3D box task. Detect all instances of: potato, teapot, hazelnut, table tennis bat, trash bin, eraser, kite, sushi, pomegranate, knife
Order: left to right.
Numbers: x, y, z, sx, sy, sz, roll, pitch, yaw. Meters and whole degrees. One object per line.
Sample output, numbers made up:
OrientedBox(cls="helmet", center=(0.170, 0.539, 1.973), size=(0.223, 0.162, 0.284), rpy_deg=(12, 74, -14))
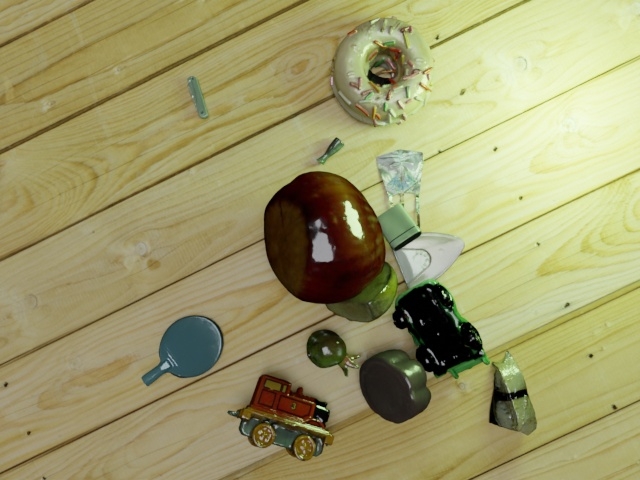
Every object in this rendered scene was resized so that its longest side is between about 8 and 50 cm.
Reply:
OrientedBox(cls="table tennis bat", center=(-0.503, 0.410, 1.607), size=(0.329, 0.044, 0.215), rpy_deg=(-37, 89, -1))
OrientedBox(cls="knife", center=(-0.454, -0.526, 1.630), size=(0.044, 0.023, 0.162), rpy_deg=(-18, 88, -1))
OrientedBox(cls="hazelnut", center=(0.000, 0.000, 1.444), size=(0.402, 0.402, 0.429), rpy_deg=(-26, 72, 1))
OrientedBox(cls="teapot", center=(0.034, -0.320, 1.603), size=(0.043, 0.043, 0.111), rpy_deg=(45, 95, 2))
OrientedBox(cls="pomegranate", center=(0.042, 0.394, 1.544), size=(0.191, 0.152, 0.131), rpy_deg=(37, 84, -19))
OrientedBox(cls="potato", center=(0.163, 0.207, 1.471), size=(0.269, 0.255, 0.112), rpy_deg=(-37, 100, 1))
OrientedBox(cls="trash bin", center=(0.269, -0.046, 1.542), size=(0.116, 0.059, 0.130), rpy_deg=(-34, 64, 4))
OrientedBox(cls="kite", center=(0.310, -0.178, 1.602), size=(0.169, 0.015, 0.310), rpy_deg=(-10, 88, 1))
OrientedBox(cls="eraser", center=(0.391, 0.051, 1.572), size=(0.243, 0.059, 0.204), rpy_deg=(-21, 88, 5))
OrientedBox(cls="sushi", center=(0.671, 0.529, 1.529), size=(0.134, 0.109, 0.273), rpy_deg=(2, 88, 1))

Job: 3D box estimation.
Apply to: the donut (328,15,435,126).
OrientedBox(cls="donut", center=(0.217, -0.594, 1.551), size=(0.382, 0.142, 0.383), rpy_deg=(0, 90, 3))

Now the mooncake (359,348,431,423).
OrientedBox(cls="mooncake", center=(0.249, 0.486, 1.491), size=(0.133, 0.245, 0.245), rpy_deg=(-12, 88, -35))

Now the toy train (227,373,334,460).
OrientedBox(cls="toy train", center=(-0.130, 0.603, 1.517), size=(0.369, 0.163, 0.232), rpy_deg=(20, 66, -8))

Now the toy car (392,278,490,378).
OrientedBox(cls="toy car", center=(0.414, 0.310, 1.511), size=(0.213, 0.176, 0.359), rpy_deg=(-36, 79, 23))
